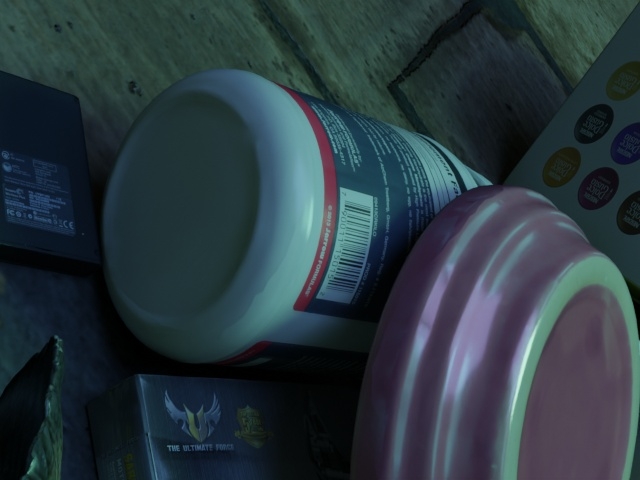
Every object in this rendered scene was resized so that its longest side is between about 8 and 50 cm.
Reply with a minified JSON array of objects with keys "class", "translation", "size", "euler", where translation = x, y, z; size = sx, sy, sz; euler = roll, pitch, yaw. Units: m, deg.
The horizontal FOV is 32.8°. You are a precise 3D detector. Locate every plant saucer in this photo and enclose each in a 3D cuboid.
[{"class":"plant saucer","translation":[0.139,0.129,0.740],"size":[0.332,0.084,0.332],"euler":[-11,103,-55]}]

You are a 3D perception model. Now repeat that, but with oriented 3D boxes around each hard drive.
[{"class":"hard drive","translation":[-0.194,-0.048,0.715],"size":[0.094,0.022,0.135],"euler":[15,54,-46]}]

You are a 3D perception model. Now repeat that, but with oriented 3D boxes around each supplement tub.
[{"class":"supplement tub","translation":[0.000,0.000,0.776],"size":[0.272,0.191,0.191],"euler":[13,55,-47]}]

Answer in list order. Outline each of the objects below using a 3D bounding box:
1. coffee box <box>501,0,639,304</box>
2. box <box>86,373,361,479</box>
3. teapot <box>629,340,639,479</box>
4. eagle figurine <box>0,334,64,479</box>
[{"class":"coffee box","translation":[0.477,-0.044,1.189],"size":[0.338,0.334,0.337],"euler":[33,7,-34]},{"class":"box","translation":[-0.032,0.186,0.715],"size":[0.231,0.056,0.183],"euler":[13,56,-47]},{"class":"teapot","translation":[0.368,0.222,1.077],"size":[0.252,0.256,0.187],"euler":[0,34,-31]},{"class":"eagle figurine","translation":[-0.158,0.195,0.438],"size":[0.225,0.226,0.298],"euler":[44,37,13]}]
